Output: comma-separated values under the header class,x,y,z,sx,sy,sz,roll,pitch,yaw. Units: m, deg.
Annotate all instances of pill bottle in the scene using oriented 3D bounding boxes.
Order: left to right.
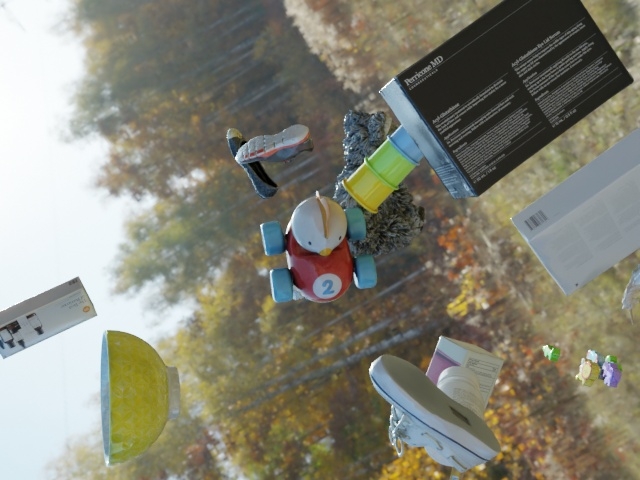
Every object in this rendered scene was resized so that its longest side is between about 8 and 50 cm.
class,x,y,z,sx,sy,sz,roll,pitch,yaw
pill bottle,0.316,0.403,1.892,0.131,0.131,0.229,57,-154,-19

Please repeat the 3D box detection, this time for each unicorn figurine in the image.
class,x,y,z,sx,sy,sz,roll,pitch,yaw
unicorn figurine,0.652,0.073,1.617,0.060,0.111,0.162,35,142,21

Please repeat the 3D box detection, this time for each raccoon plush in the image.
class,x,y,z,sx,sy,sz,roll,pitch,yaw
raccoon plush,0.067,-0.100,1.831,0.216,0.446,0.299,3,125,41

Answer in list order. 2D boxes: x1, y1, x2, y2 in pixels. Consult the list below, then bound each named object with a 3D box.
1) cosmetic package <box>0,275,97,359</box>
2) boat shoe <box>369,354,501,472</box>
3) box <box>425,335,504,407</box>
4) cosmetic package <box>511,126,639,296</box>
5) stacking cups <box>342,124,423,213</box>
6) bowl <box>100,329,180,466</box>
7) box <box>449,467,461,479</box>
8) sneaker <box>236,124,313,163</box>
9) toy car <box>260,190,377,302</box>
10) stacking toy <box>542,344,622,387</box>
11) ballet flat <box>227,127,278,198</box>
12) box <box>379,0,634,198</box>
class,x,y,z,sx,sy,sz,roll,pitch,yaw
cosmetic package,-0.664,0.184,1.927,0.060,0.239,0.099,50,161,47
boat shoe,0.196,0.371,1.635,0.367,0.156,0.136,37,-160,-31
box,0.383,0.403,2.256,0.149,0.232,0.127,19,-177,-32
cosmetic package,0.670,-0.064,1.896,0.284,0.377,0.097,44,-166,-42
stacking cups,0.183,-0.192,1.552,0.096,0.316,0.096,42,-166,-13
bowl,-0.390,0.335,1.756,0.289,0.156,0.289,180,90,-71
box,0.382,0.618,2.221,0.136,0.028,0.081,2,-80,-70
sneaker,-0.085,-0.166,1.548,0.061,0.158,0.065,-84,-28,-43
toy car,0.000,0.000,1.634,0.238,0.219,0.210,99,160,-69
stacking toy,0.572,0.255,1.643,0.167,0.052,0.221,13,-173,-9
ballet flat,-0.142,-0.168,1.721,0.057,0.049,0.173,-27,-96,-53
box,0.239,-0.203,1.058,0.184,0.261,0.103,55,174,-7
